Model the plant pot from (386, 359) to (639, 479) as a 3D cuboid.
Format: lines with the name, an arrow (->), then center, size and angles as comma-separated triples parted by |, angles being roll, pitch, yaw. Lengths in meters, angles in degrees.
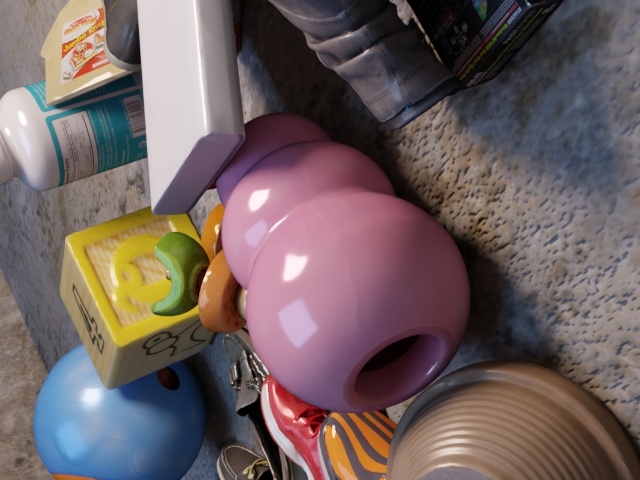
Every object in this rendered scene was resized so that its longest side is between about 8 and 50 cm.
plant pot -> 0.142, 0.226, 0.856 | 0.237, 0.109, 0.238 | 5, 99, 34

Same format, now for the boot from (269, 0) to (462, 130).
boot -> 0.004, -0.208, 0.853 | 0.223, 0.118, 0.338 | 50, -164, -20

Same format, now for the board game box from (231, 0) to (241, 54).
board game box -> -0.128, -0.356, 1.143 | 0.145, 0.027, 0.281 | 52, 150, 33

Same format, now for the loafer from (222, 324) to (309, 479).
loafer -> -0.074, 0.233, 1.423 | 0.267, 0.084, 0.096 | 55, 151, 26

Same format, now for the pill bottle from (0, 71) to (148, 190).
pill bottle -> -0.347, -0.158, 1.444 | 0.146, 0.264, 0.146 | 43, 144, 42

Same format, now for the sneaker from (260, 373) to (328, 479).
sneaker -> 0.019, 0.229, 1.209 | 0.221, 0.087, 0.128 | 58, 138, 15

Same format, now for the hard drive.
hard drive -> -0.142, -0.229, 1.054 | 0.233, 0.047, 0.353 | 140, 126, -63

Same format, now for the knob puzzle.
knob puzzle -> -0.289, -0.281, 1.387 | 0.213, 0.213, 0.030 | 47, -178, 37

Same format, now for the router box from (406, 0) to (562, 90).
router box -> 0.121, -0.184, 0.779 | 0.092, 0.038, 0.122 | 63, 154, 12

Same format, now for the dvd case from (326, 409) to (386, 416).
dvd case -> -0.006, 0.129, 1.275 | 0.179, 0.029, 0.239 | -20, 92, 64

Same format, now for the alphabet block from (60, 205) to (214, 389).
alphabet block -> -0.272, 0.083, 1.574 | 0.193, 0.192, 0.197 | 59, 152, 16

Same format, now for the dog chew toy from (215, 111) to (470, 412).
dog chew toy -> 0.000, 0.000, 0.988 | 0.207, 0.206, 0.332 | 98, 150, -45

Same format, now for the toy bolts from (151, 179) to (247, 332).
toy bolts -> -0.081, -0.020, 1.217 | 0.158, 0.218, 0.229 | 13, 110, 23

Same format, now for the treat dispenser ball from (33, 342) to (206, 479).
treat dispenser ball -> -0.338, 0.302, 1.751 | 0.288, 0.288, 0.288 | 43, 145, 42

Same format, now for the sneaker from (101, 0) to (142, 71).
sneaker -> -0.224, -0.328, 1.273 | 0.118, 0.083, 0.222 | -53, 42, 48

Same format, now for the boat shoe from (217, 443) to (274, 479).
boat shoe -> -0.076, 0.367, 1.543 | 0.227, 0.081, 0.069 | 35, 136, 38

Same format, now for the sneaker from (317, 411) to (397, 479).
sneaker -> 0.133, 0.267, 1.035 | 0.321, 0.124, 0.180 | 47, 145, 17
